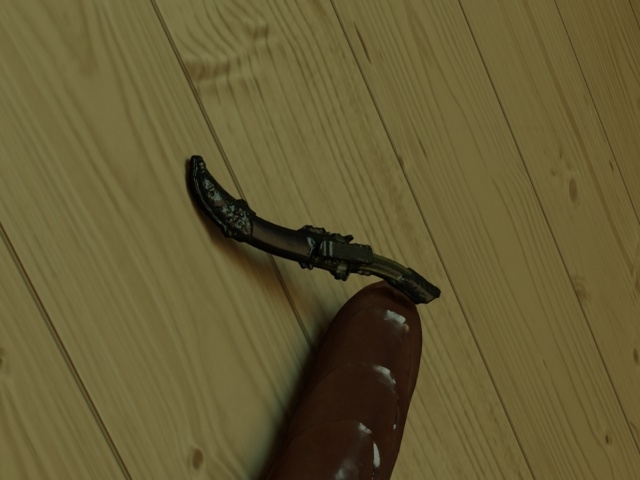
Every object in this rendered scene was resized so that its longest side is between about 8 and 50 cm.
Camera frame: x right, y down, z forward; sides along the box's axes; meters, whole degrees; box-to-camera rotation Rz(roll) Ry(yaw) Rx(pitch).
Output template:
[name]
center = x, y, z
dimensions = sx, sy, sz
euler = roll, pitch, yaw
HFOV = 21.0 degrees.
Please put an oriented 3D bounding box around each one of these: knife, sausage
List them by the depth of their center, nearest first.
[sausage]
center = 0.000, 0.166, 1.140
dimensions = 0.088, 0.088, 0.433
euler = 61, 33, -26
[knife]
center = -0.002, 0.005, 1.198
dimensions = 0.222, 0.021, 0.045
euler = 27, 61, -27
